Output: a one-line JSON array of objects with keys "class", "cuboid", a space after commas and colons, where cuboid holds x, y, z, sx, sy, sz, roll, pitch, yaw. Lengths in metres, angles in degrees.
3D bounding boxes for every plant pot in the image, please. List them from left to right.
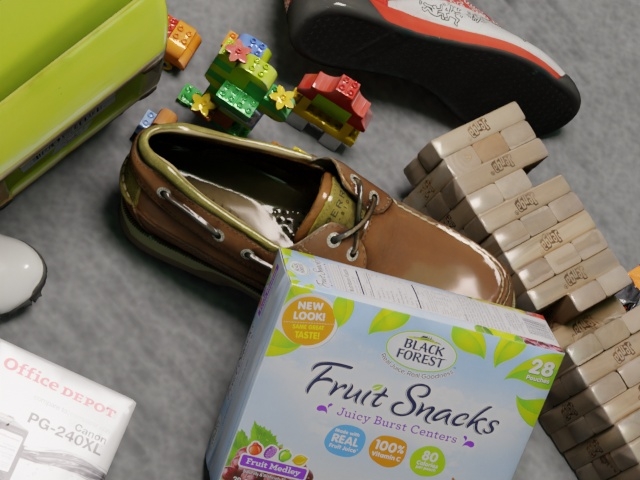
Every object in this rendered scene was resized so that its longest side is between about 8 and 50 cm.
[{"class": "plant pot", "cuboid": [-0.230, -0.150, 1.287, 0.228, 0.227, 0.207, -38, 92, -8]}]

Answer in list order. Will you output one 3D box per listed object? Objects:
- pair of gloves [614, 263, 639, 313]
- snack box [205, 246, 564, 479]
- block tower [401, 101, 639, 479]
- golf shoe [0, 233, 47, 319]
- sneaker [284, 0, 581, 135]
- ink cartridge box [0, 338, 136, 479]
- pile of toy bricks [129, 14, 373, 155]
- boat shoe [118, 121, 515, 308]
[{"class": "pair of gloves", "cuboid": [0.257, 0.064, 1.531, 0.074, 0.010, 0.083, -30, 81, -29]}, {"class": "snack box", "cuboid": [0.043, 0.116, 1.336, 0.207, 0.174, 0.070, 15, 20, -16]}, {"class": "block tower", "cuboid": [0.191, 0.063, 1.460, 0.097, 0.091, 0.335, -26, 80, -28]}, {"class": "golf shoe", "cuboid": [-0.280, 0.005, 1.300, 0.198, 0.094, 0.077, 10, 64, -19]}, {"class": "sneaker", "cuboid": [0.091, -0.185, 1.525, 0.270, 0.090, 0.145, 17, 47, -26]}, {"class": "ink cartridge box", "cuboid": [-0.206, 0.157, 1.281, 0.109, 0.063, 0.150, 26, 62, -9]}, {"class": "pile of toy bricks", "cuboid": [-0.067, -0.117, 1.426, 0.212, 0.105, 0.118, 31, 61, -6]}, {"class": "boat shoe", "cuboid": [0.000, 0.000, 1.370, 0.307, 0.104, 0.110, 16, 60, -2]}]
